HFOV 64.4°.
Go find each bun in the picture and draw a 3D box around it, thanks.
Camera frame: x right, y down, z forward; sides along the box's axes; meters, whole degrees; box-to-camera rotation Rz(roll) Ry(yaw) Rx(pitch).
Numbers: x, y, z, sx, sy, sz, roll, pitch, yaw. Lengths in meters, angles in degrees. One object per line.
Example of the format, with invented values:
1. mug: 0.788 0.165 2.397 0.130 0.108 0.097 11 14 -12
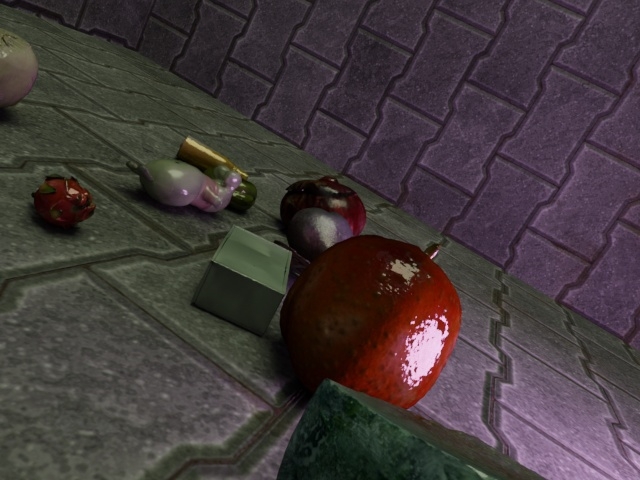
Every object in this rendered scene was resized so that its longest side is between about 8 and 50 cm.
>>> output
1. bun: -0.748 -0.371 1.070 0.272 0.168 0.273 18 27 -9

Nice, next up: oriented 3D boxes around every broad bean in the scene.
1. broad bean: -0.249 -0.139 1.370 0.174 0.082 0.124 25 12 25

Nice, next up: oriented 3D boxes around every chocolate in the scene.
1. chocolate: -0.324 -0.233 1.542 0.219 0.086 0.086 29 15 -12

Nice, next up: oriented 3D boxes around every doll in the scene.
1. doll: -0.306 -0.122 1.160 0.155 0.113 0.275 29 20 38

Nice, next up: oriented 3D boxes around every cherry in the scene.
1. cherry: 0.003 0.002 1.239 0.176 0.140 0.176 22 42 -21

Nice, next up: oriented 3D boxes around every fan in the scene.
1. fan: -0.034 0.066 1.102 0.226 0.008 0.152 39 -20 -21

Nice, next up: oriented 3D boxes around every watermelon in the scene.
1. watermelon: 0.147 0.289 0.465 0.387 0.228 0.258 26 4 25

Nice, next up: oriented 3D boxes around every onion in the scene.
1. onion: 0.007 -0.086 1.427 0.246 0.190 0.246 13 6 -1

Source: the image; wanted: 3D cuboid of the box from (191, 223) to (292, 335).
1. box: -0.132 0.061 0.907 0.129 0.086 0.225 26 15 -7

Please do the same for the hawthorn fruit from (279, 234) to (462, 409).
1. hawthorn fruit: 0.087 0.113 0.788 0.275 0.300 0.275 42 -5 5

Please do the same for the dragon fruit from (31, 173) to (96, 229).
1. dragon fruit: -0.420 -0.065 0.819 0.116 0.086 0.081 27 52 22
